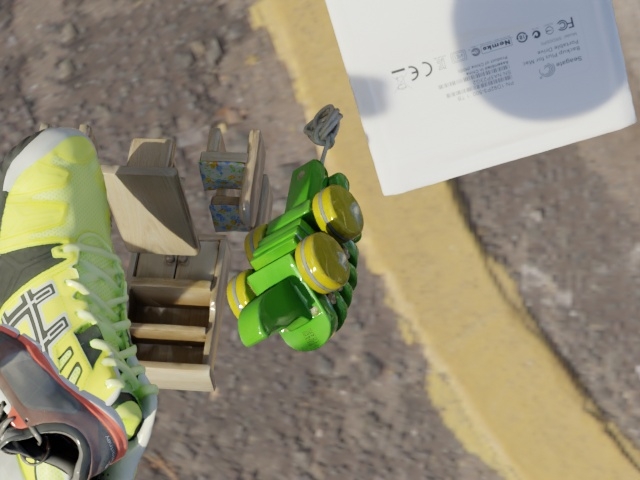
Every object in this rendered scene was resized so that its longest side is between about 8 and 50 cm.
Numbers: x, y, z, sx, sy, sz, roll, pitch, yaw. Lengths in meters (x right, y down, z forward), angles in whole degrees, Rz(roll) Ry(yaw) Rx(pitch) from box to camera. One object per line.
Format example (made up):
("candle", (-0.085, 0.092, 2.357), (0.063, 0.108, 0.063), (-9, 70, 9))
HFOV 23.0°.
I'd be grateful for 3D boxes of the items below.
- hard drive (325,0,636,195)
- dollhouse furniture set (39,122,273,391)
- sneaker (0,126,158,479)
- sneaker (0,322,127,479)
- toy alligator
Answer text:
("hard drive", (0.101, -0.200, 1.149), (0.203, 0.040, 0.308), (-16, 115, 4))
("dollhouse furniture set", (-0.158, 0.018, 1.513), (0.212, 0.242, 0.161), (3, 59, 8))
("sneaker", (-0.195, 0.095, 1.281), (0.145, 0.147, 0.385), (15, 72, -58))
("sneaker", (-0.207, 0.110, 1.066), (0.158, 0.061, 0.065), (31, 38, 8))
("toy alligator", (0.000, 0.000, 0.786), (0.051, 0.056, 0.190), (48, 33, -22))
